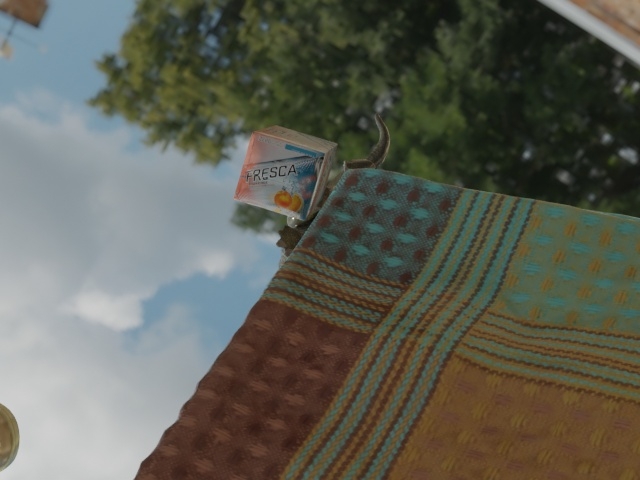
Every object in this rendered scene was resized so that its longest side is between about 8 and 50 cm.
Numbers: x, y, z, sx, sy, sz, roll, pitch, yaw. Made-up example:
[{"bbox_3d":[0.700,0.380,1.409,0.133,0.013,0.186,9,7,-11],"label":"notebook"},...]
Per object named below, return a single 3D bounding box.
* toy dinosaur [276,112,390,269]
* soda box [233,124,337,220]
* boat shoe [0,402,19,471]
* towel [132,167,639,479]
[{"bbox_3d":[0.000,0.000,1.553,0.121,0.160,0.313,11,-115,-10],"label":"toy dinosaur"},{"bbox_3d":[-0.026,-0.060,1.196,0.063,0.058,0.183,17,-172,2],"label":"soda box"},{"bbox_3d":[-0.466,0.208,1.480,0.302,0.109,0.098,3,-174,10],"label":"boat shoe"},{"bbox_3d":[0.128,0.080,0.498,0.370,0.040,0.271,11,-139,22],"label":"towel"}]
